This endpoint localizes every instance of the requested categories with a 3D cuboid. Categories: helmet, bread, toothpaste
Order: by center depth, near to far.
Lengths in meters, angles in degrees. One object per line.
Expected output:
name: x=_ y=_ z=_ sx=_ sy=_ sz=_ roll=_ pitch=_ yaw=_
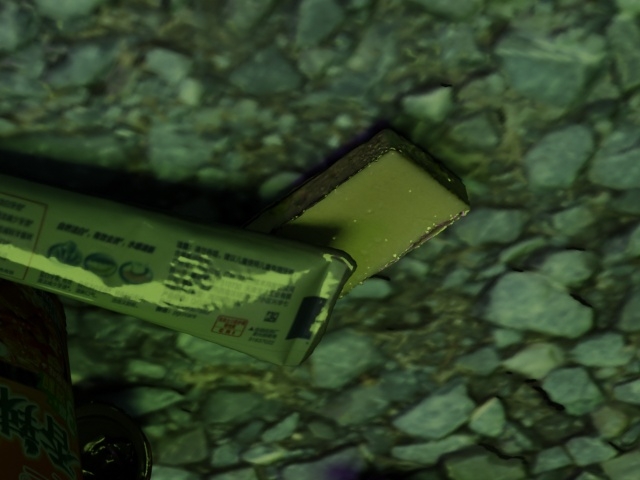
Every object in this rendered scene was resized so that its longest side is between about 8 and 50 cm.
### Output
toothpaste: x=-0.119 y=0.002 z=0.771 sx=0.268 sy=0.047 sz=0.069 roll=16 pitch=94 yaw=-12
bread: x=0.000 y=0.000 z=0.813 sx=0.154 sy=0.028 sz=0.068 roll=-35 pitch=130 yaw=27
helmet: x=-0.124 y=0.127 z=0.922 sx=0.065 sy=0.049 sz=0.084 roll=31 pitch=106 yaw=9

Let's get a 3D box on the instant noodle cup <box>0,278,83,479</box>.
instant noodle cup: x=-0.219 y=0.112 z=0.797 sx=0.230 sy=0.182 sz=0.230 roll=-3 pitch=137 yaw=-3
